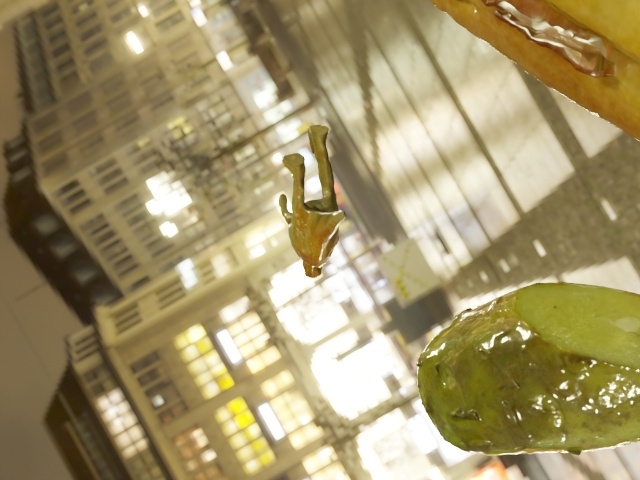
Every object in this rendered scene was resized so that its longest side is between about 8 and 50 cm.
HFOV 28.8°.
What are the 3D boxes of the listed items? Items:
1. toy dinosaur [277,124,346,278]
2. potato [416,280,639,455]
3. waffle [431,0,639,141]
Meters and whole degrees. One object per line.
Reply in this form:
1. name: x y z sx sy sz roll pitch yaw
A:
1. toy dinosaur: 0.000 0.000 0.827 0.162 0.039 0.126 -111 13 -59
2. potato: 0.234 0.123 1.198 0.141 0.298 0.176 -79 -31 -47
3. waffle: 0.184 -0.133 0.535 0.327 0.224 0.098 39 150 32
